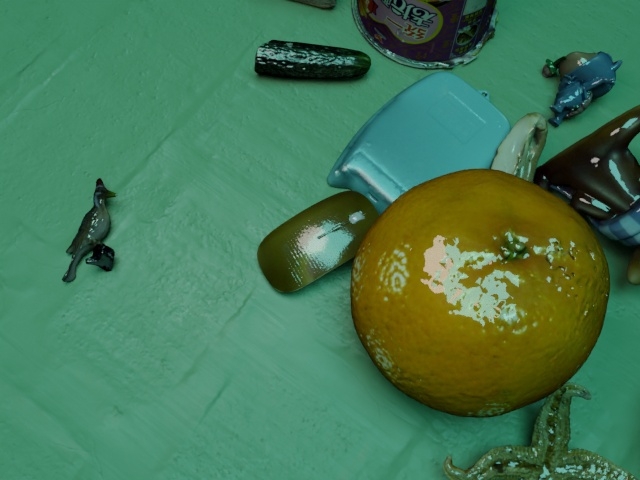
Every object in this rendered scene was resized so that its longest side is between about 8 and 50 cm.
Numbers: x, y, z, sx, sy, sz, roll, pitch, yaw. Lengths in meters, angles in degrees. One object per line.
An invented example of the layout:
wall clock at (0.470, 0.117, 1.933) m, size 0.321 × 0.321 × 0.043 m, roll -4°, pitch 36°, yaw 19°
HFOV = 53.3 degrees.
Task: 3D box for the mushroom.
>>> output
mushroom at (0.389, -0.147, 1.261) m, size 0.072 × 0.094 × 0.209 m, roll 19°, pitch 89°, yaw 47°

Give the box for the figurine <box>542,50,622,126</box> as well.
figurine at (0.527, -0.334, 1.334) m, size 0.144 × 0.114 × 0.178 m, roll 39°, pitch 81°, yaw 11°

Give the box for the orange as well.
orange at (0.260, 0.078, 1.052) m, size 0.424 × 0.326 × 0.423 m, roll 2°, pitch 71°, yaw -5°

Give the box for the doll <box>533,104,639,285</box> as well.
doll at (0.608, -0.084, 1.219) m, size 0.318 × 0.209 × 0.339 m, roll -44°, pitch 75°, yaw 17°

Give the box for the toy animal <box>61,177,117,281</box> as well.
toy animal at (-0.419, -0.023, 1.179) m, size 0.105 × 0.070 × 0.202 m, roll -2°, pitch 74°, yaw 15°

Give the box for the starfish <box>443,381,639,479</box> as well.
starfish at (0.390, 0.394, 1.072) m, size 0.375 × 0.094 × 0.326 m, roll 0°, pitch 92°, yaw -5°

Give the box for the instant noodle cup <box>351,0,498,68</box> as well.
instant noodle cup at (0.245, -0.565, 1.306) m, size 0.340 × 0.266 × 0.339 m, roll 2°, pitch 71°, yaw -5°

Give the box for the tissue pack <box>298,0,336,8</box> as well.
tissue pack at (-0.027, -0.696, 1.353) m, size 0.239 × 0.238 × 0.305 m, roll 15°, pitch 71°, yaw 1°

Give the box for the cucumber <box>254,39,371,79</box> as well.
cucumber at (-0.015, -0.370, 1.323) m, size 0.242 × 0.074 × 0.074 m, roll 4°, pitch 71°, yaw -6°

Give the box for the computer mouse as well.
computer mouse at (0.000, 0.000, 1.190) m, size 0.245 × 0.056 × 0.125 m, roll -29°, pitch 77°, yaw -6°

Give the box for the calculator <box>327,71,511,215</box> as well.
calculator at (0.215, -0.187, 1.286) m, size 0.256 × 0.054 × 0.386 m, roll 44°, pitch 73°, yaw 11°
